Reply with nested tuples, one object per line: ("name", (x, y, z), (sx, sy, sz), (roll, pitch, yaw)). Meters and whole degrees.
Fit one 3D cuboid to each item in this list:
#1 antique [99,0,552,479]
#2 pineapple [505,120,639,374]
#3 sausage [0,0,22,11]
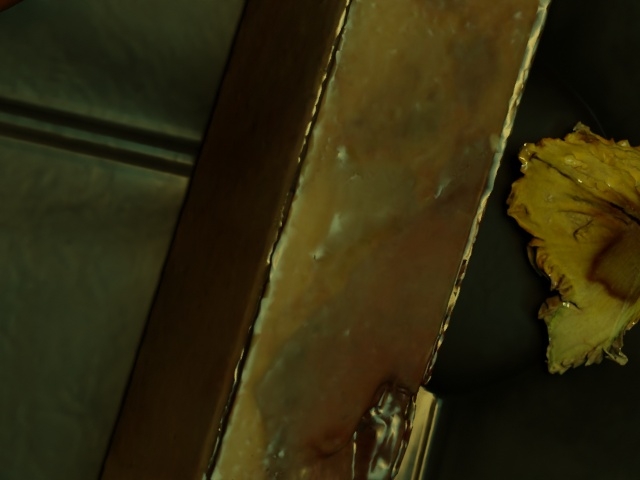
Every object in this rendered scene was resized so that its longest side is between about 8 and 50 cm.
("antique", (0.000, 0.000, 0.792), (0.093, 0.087, 0.309), (17, 90, -30))
("pineapple", (0.132, 0.014, 0.875), (0.114, 0.077, 0.114), (8, 109, -24))
("sausage", (-0.078, -0.156, 0.715), (0.348, 0.097, 0.094), (-37, 106, -17))
